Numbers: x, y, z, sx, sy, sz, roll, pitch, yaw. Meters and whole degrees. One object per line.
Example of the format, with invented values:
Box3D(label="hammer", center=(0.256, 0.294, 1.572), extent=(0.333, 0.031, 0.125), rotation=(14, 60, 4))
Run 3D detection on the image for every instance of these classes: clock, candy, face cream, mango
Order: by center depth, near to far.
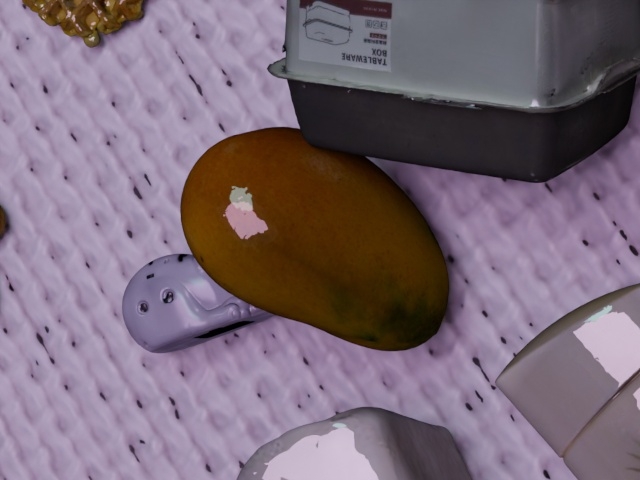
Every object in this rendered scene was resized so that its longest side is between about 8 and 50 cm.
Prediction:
Box3D(label="face cream", center=(0.312, 0.187, 1.439), extent=(0.173, 0.081, 0.348), rotation=(-48, 69, 19))
Box3D(label="candy", center=(0.085, 0.320, 1.462), extent=(0.145, 0.208, 0.359), rotation=(-30, 74, 18))
Box3D(label="mango", center=(-0.001, -0.007, 1.547), extent=(0.254, 0.139, 0.175), rotation=(25, 59, -14))
Box3D(label="clock", center=(-0.114, 0.033, 1.647), extent=(0.176, 0.080, 0.117), rotation=(-21, 78, 20))

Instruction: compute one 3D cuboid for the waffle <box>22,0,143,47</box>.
Box3D(label="waffle", center=(-0.226, -0.292, 1.750), extent=(0.191, 0.038, 0.191), rotation=(-2, 85, 25))

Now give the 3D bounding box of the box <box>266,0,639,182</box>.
Box3D(label="box", center=(0.122, -0.161, 1.473), extent=(0.290, 0.220, 0.166), rotation=(11, 115, 32))

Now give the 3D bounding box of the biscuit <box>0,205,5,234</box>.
Box3D(label="biscuit", center=(-0.400, 0.017, 1.802), extent=(0.184, 0.035, 0.249), rotation=(-11, 82, 24))
